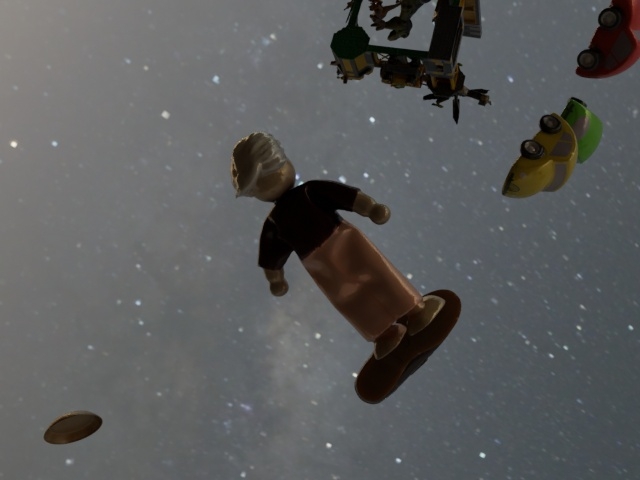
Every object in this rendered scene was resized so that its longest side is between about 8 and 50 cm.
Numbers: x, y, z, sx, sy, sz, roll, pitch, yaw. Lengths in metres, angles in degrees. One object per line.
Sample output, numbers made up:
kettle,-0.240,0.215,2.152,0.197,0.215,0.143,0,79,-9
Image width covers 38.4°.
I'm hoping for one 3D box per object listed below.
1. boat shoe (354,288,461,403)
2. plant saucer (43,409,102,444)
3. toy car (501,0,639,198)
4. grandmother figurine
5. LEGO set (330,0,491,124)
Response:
boat shoe,0.127,0.156,1.364,0.207,0.073,0.073,-44,-105,-5
plant saucer,-0.352,0.262,1.304,0.083,0.083,0.015,-37,-121,18
toy car,0.271,-0.126,0.958,0.053,0.225,0.239,31,-90,16
grandmother figurine,0.000,0.000,1.233,0.208,0.342,0.104,-39,-176,14
LEGO set,0.159,-0.357,1.505,0.254,0.192,0.331,3,-110,14
